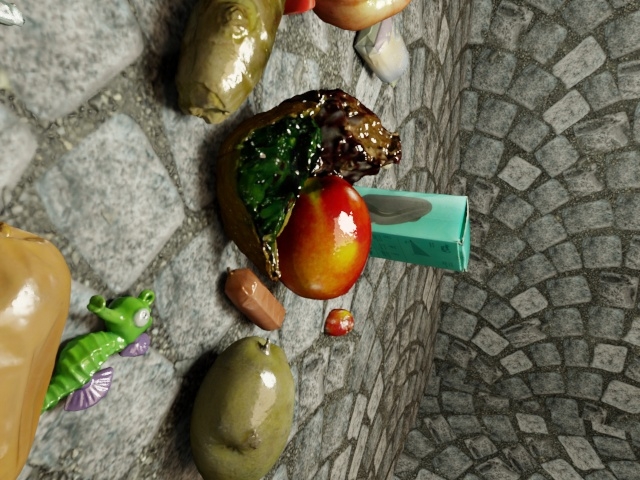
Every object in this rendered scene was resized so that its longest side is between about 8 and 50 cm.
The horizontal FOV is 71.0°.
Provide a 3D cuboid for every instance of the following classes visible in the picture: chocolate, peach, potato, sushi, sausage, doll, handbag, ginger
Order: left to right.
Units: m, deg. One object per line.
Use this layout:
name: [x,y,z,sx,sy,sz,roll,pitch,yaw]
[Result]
sausage: [-0.273,0.103,0.333,0.136,0.120,0.241,24,79,-54]
doll: [-0.248,0.118,0.483,0.190,0.050,0.115,-49,146,-46]
ginger: [-0.104,-0.272,0.567,0.116,0.109,0.263,50,53,-56]
potato: [-0.118,0.264,0.708,0.174,0.158,0.252,-89,-165,-73]
sausage: [-0.112,0.099,0.760,0.169,0.065,0.065,63,43,-56]
sushi: [-0.077,-0.092,0.659,0.149,0.140,0.288,39,63,-69]
peach: [0.000,0.000,0.815,0.196,0.189,0.226,-93,175,-61]
peach: [0.045,0.209,1.170,0.083,0.077,0.050,-15,129,-15]
peach: [0.046,-0.480,0.709,0.232,0.257,0.232,-33,164,-10]
chocolate: [0.081,-0.203,0.925,0.206,0.176,0.224,68,38,-50]
handbag: [0.148,-0.461,1.080,0.173,0.095,0.117,30,78,-56]

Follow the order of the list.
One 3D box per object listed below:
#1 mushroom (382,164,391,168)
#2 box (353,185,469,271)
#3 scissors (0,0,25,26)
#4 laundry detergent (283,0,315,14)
mushroom: [0.191,-0.246,1.280,0.083,0.067,0.084,-50,150,-44]
box: [0.201,-0.029,1.089,0.205,0.311,0.118,46,57,-61]
scissors: [-0.325,-0.182,0.217,0.360,0.029,0.191,-5,108,-67]
laundry detergent: [-0.059,-0.412,0.634,0.049,0.097,0.165,-38,131,-22]
